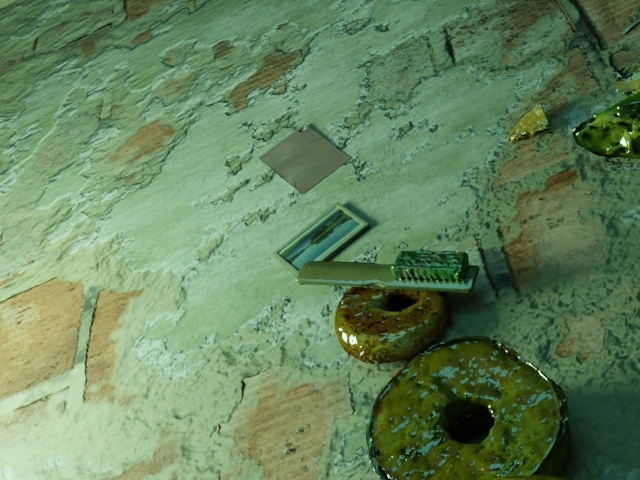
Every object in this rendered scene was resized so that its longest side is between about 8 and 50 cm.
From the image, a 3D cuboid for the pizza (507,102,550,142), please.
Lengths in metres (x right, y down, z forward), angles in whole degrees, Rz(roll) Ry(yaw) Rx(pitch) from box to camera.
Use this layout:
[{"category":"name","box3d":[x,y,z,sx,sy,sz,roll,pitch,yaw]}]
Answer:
[{"category":"pizza","box3d":[0.352,-0.185,2.218,0.083,0.025,0.078,-45,31,-7]}]

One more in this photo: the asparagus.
[{"category":"asparagus","box3d":[0.570,-0.215,2.019,0.382,0.108,0.128,-29,66,5]}]

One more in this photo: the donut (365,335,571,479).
[{"category":"donut","box3d":[0.197,0.255,1.720,0.272,0.107,0.272,-19,41,18]}]

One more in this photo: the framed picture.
[{"category":"framed picture","box3d":[0.000,0.000,2.266,0.149,0.011,0.109,-38,35,-11]}]

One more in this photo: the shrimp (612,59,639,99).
[{"category":"shrimp","box3d":[0.605,-0.319,2.157,0.185,0.068,0.287,6,47,39]}]

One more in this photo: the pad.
[{"category":"pad","box3d":[-0.031,-0.151,2.486,0.113,0.006,0.188,-36,36,-10]}]

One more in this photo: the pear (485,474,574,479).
[{"category":"pear","box3d":[0.222,0.375,1.404,0.280,0.281,0.281,-20,36,15]}]

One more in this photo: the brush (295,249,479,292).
[{"category":"brush","box3d":[0.096,0.044,2.007,0.282,0.048,0.054,1,37,25]}]

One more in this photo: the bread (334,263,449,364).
[{"category":"bread","box3d":[0.107,0.110,2.005,0.193,0.064,0.193,-15,37,12]}]

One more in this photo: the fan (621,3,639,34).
[{"category":"fan","box3d":[0.571,-0.395,2.333,0.133,0.005,0.085,-36,35,-9]}]
